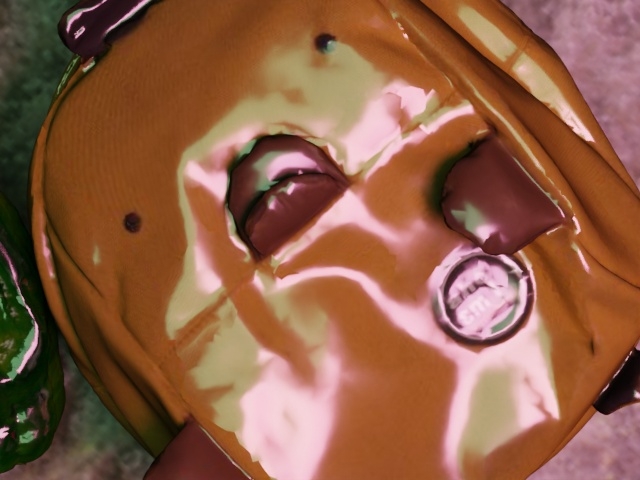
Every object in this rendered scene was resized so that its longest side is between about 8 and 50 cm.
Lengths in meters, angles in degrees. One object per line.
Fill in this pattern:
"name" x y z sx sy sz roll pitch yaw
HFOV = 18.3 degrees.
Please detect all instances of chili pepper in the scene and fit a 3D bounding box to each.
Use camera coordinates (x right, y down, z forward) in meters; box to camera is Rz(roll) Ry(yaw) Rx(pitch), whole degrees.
"chili pepper" -0.212 0.021 1.159 0.099 0.083 0.253 -31 118 -20

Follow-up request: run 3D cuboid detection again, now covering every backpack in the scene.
"backpack" -0.002 0.001 1.147 0.353 0.201 0.378 -45 93 -1
